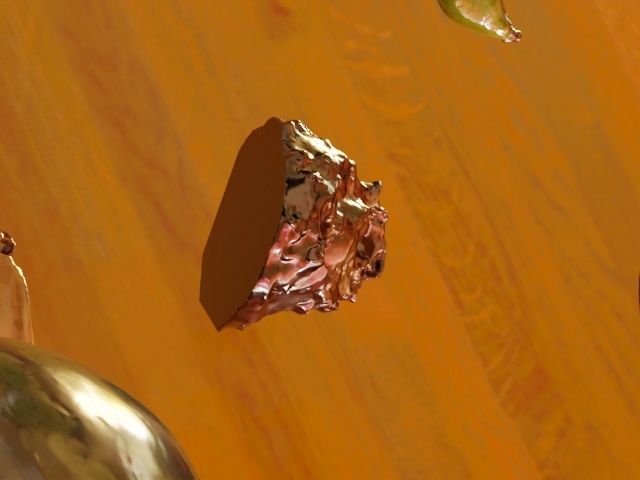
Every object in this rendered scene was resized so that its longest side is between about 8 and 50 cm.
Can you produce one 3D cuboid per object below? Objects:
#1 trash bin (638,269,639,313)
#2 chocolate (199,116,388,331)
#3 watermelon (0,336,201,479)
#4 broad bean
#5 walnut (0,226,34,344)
[{"bbox_3d":[0.255,0.024,0.533,0.175,0.161,0.175,7,73,-23],"label":"trash bin"},{"bbox_3d":[0.000,0.000,1.303,0.177,0.206,0.224,14,102,-21],"label":"chocolate"},{"bbox_3d":[-0.144,0.143,0.522,0.212,0.212,0.212,7,72,-22],"label":"watermelon"},{"bbox_3d":[0.138,-0.281,1.308,0.213,0.048,0.070,43,99,-15],"label":"broad bean"},{"bbox_3d":[-0.244,0.097,0.840,0.087,0.167,0.211,-10,116,-27],"label":"walnut"}]
